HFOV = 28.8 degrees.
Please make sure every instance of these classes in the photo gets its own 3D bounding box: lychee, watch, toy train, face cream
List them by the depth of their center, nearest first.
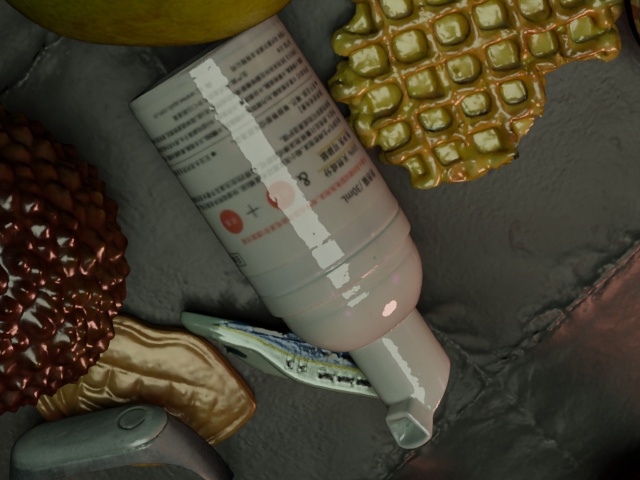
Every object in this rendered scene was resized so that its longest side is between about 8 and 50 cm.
[{"bbox_3d":[-0.288,0.002,0.973,0.268,0.267,0.267,-1,106,-4],"label":"lychee"},{"bbox_3d":[0.000,0.000,1.045,0.145,0.145,0.369,-32,103,5],"label":"face cream"},{"bbox_3d":[-0.015,0.106,1.125,0.234,0.052,0.051,11,85,-7],"label":"toy train"},{"bbox_3d":[-0.183,0.240,1.132,0.206,0.068,0.193,-15,122,7],"label":"watch"}]

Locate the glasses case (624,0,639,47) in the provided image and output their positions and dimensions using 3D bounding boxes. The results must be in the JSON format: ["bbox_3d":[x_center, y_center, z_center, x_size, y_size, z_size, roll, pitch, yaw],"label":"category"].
[{"bbox_3d":[0.406,-0.240,1.039,0.321,0.082,0.122,-22,112,-5],"label":"glasses case"}]

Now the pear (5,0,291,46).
[{"bbox_3d":[-0.118,-0.274,0.920,0.321,0.269,0.269,-16,107,19],"label":"pear"}]

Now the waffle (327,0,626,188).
[{"bbox_3d":[0.132,-0.162,1.064,0.249,0.056,0.253,13,102,-7],"label":"waffle"}]

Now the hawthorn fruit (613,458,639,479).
[{"bbox_3d":[0.332,0.293,1.155,0.169,0.169,0.188,-5,118,-3],"label":"hawthorn fruit"}]

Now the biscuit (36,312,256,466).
[{"bbox_3d":[-0.170,0.139,1.140,0.221,0.029,0.141,18,104,-9],"label":"biscuit"}]
